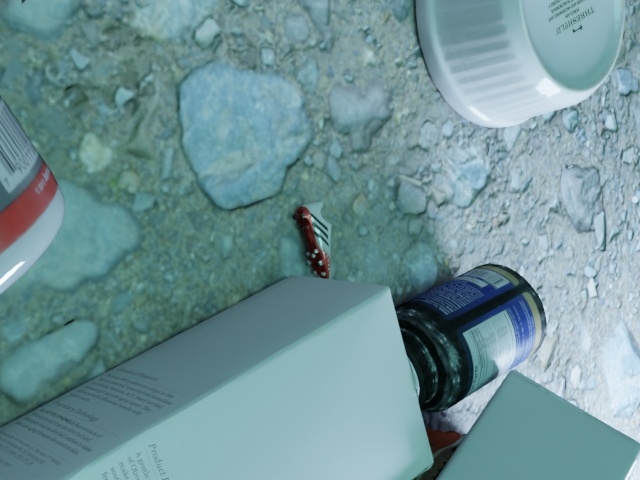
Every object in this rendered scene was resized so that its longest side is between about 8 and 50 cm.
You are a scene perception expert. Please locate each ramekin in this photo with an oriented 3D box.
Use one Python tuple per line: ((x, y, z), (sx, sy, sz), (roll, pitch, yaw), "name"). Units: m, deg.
((0.246, -0.273, 1.062), (0.273, 0.127, 0.273), (-2, 93, -41), "ramekin")

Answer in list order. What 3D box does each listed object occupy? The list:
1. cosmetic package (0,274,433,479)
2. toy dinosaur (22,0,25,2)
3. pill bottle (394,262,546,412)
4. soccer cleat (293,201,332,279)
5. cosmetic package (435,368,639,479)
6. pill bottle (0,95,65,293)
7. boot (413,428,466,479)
((-0.088, 0.188, 0.777), (0.365, 0.155, 0.197), (-26, 109, -38), "cosmetic package")
((-0.212, -0.222, 0.676), (0.211, 0.112, 0.064), (-52, 122, -27), "toy dinosaur")
((0.137, 0.113, 0.989), (0.219, 0.123, 0.123), (-21, 106, -38), "pill bottle")
((0.000, 0.000, 0.927), (0.035, 0.029, 0.083), (-27, 105, -32), "soccer cleat")
((0.132, 0.381, 0.912), (0.453, 0.161, 0.230), (-47, 156, -29), "cosmetic package")
((-0.329, -0.110, 0.517), (0.210, 0.210, 0.363), (-44, 118, -31), "pill bottle")
((0.115, 0.230, 1.018), (0.059, 0.084, 0.158), (-62, 158, 6), "boot")
